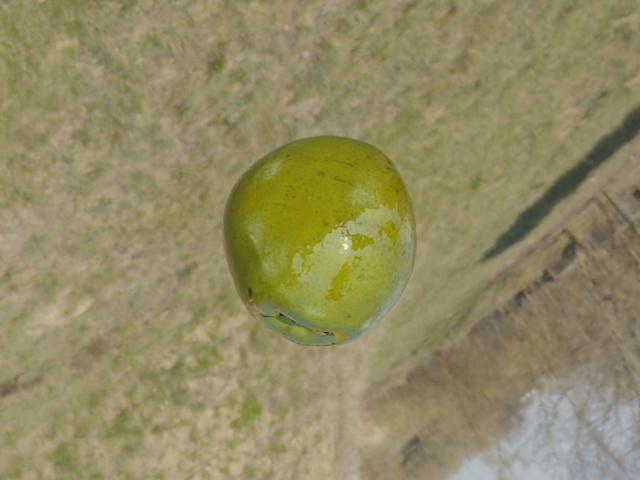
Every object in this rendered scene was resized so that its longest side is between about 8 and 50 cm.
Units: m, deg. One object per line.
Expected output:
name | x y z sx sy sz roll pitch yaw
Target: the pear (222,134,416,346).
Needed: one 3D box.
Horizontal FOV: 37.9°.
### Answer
pear | 0.000 0.000 0.877 0.198 0.198 0.198 -34 167 -9
